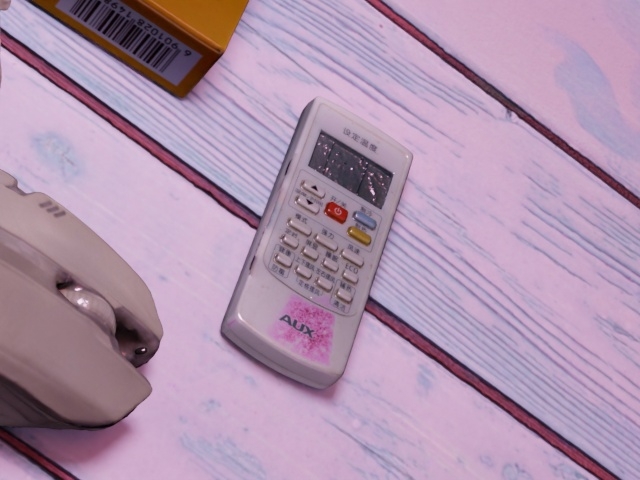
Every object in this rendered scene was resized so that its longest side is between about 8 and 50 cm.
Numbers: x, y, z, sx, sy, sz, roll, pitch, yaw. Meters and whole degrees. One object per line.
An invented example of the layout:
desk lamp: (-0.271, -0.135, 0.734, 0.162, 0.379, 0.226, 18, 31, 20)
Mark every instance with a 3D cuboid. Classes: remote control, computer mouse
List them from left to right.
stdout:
computer mouse: (-0.338, 0.033, 1.775, 0.429, 0.145, 0.228, 25, 51, -19)
remote control: (0.000, 0.000, 2.071, 0.145, 0.050, 0.344, 30, 51, -15)

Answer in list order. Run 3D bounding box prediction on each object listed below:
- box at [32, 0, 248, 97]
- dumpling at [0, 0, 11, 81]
box: (-0.259, -0.381, 2.078, 0.415, 0.116, 0.264, 32, 53, -14)
dumpling: (-0.394, -0.255, 1.770, 0.233, 0.395, 0.315, -20, 74, 5)
